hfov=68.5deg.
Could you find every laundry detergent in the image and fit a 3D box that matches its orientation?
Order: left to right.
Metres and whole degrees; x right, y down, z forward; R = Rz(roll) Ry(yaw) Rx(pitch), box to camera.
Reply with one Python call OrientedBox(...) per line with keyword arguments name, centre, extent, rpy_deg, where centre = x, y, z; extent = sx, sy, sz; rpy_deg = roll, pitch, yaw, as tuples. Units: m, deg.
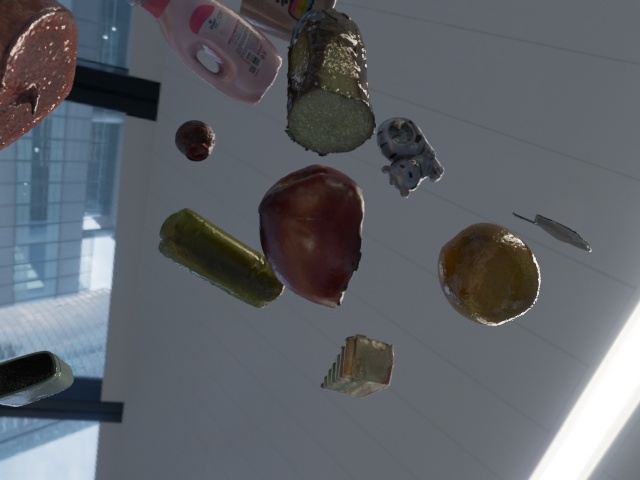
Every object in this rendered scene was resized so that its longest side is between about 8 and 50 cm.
OrientedBox(name="laundry detergent", centre=(-0.242, -0.428, 0.979), extent=(0.088, 0.335, 0.159), rpy_deg=(27, -91, 55))

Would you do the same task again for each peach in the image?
OrientedBox(name="peach", centre=(0.000, 0.000, 1.117), extent=(0.281, 0.281, 0.338), rpy_deg=(-5, -63, 44))

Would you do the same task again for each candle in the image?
OrientedBox(name="candle", centre=(-0.538, -0.283, 0.832), extent=(0.131, 0.287, 0.317), rpy_deg=(37, -83, -11))

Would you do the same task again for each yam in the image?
OrientedBox(name="yam", centre=(0.013, -0.262, 0.757), extent=(0.128, 0.129, 0.238), rpy_deg=(-26, -132, 34))

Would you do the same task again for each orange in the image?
OrientedBox(name="orange", centre=(0.382, 0.077, 1.077), extent=(0.236, 0.236, 0.236), rpy_deg=(8, -79, 43))

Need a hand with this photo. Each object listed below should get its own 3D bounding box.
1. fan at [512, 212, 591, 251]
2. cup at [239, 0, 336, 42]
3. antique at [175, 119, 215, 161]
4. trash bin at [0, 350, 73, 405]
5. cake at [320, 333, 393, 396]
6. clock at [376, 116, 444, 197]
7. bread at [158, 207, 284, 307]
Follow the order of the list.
OrientedBox(name="fan", centre=(0.568, -0.032, 1.180), extent=(0.009, 0.132, 0.220), rpy_deg=(-54, -144, 1))
OrientedBox(name="cup", centre=(-0.056, -0.607, 1.123), extent=(0.191, 0.201, 0.252), rpy_deg=(-99, -149, -72))
OrientedBox(name="antique", centre=(-0.312, -0.251, 1.173), extent=(0.104, 0.104, 0.104), rpy_deg=(8, -79, 43))
OrientedBox(name="trash bin", centre=(-0.507, 0.242, 0.820), extent=(0.130, 0.116, 0.059), rpy_deg=(120, -49, -63))
OrientedBox(name="cake", centre=(0.078, 0.310, 1.047), extent=(0.090, 0.110, 0.225), rpy_deg=(-88, -166, -45))
OrientedBox(name="clock", centre=(0.175, -0.186, 1.034), extent=(0.176, 0.117, 0.080), rpy_deg=(58, -21, 10))
OrientedBox(name="bread", centre=(-0.276, 0.065, 1.316), extent=(0.384, 0.112, 0.166), rpy_deg=(34, -60, -16))
